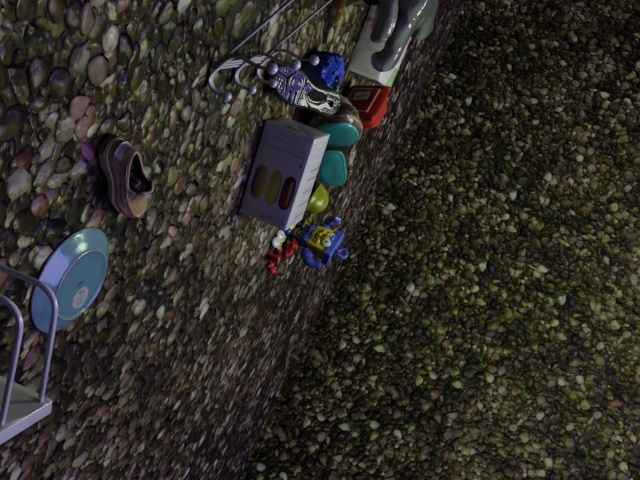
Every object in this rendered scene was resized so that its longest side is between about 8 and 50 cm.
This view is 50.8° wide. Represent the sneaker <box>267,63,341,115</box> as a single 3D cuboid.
[{"bbox_3d":[-0.063,-0.373,1.620,0.227,0.130,0.087,9,111,-49],"label":"sneaker"}]

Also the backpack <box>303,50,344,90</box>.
[{"bbox_3d":[0.010,-0.438,1.742,0.120,0.097,0.101,-58,161,-31],"label":"backpack"}]

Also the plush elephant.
[{"bbox_3d":[0.166,-0.649,1.735,0.272,0.255,0.330,-49,168,-29],"label":"plush elephant"}]

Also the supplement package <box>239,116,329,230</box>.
[{"bbox_3d":[-0.090,-0.171,1.706,0.134,0.139,0.244,-39,149,-67],"label":"supplement package"}]

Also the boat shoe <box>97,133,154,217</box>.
[{"bbox_3d":[-0.306,-0.090,1.100,0.068,0.072,0.190,-61,167,-25],"label":"boat shoe"}]

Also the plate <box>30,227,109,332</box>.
[{"bbox_3d":[-0.400,0.069,1.108,0.188,0.024,0.188,22,90,-78],"label":"plate"}]

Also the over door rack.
[{"bbox_3d":[-0.052,-0.402,1.297,0.324,0.108,0.239,-45,179,27],"label":"over door rack"}]

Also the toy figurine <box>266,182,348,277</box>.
[{"bbox_3d":[0.000,0.000,2.213,0.363,0.217,0.191,-56,164,-37],"label":"toy figurine"}]

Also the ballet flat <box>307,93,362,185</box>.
[{"bbox_3d":[0.039,-0.325,2.017,0.483,0.163,0.182,90,4,-74],"label":"ballet flat"}]

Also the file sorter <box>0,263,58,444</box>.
[{"bbox_3d":[-0.434,0.128,0.692,0.277,0.192,0.173,-31,140,-69],"label":"file sorter"}]

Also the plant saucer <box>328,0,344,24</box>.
[{"bbox_3d":[0.045,-0.606,1.776,0.083,0.015,0.083,-61,167,-25],"label":"plant saucer"}]

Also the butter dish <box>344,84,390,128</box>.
[{"bbox_3d":[0.147,-0.411,2.168,0.160,0.160,0.118,-61,140,-24],"label":"butter dish"}]

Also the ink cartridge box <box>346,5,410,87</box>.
[{"bbox_3d":[0.219,-0.677,2.134,0.354,0.119,0.207,-68,167,11],"label":"ink cartridge box"}]
